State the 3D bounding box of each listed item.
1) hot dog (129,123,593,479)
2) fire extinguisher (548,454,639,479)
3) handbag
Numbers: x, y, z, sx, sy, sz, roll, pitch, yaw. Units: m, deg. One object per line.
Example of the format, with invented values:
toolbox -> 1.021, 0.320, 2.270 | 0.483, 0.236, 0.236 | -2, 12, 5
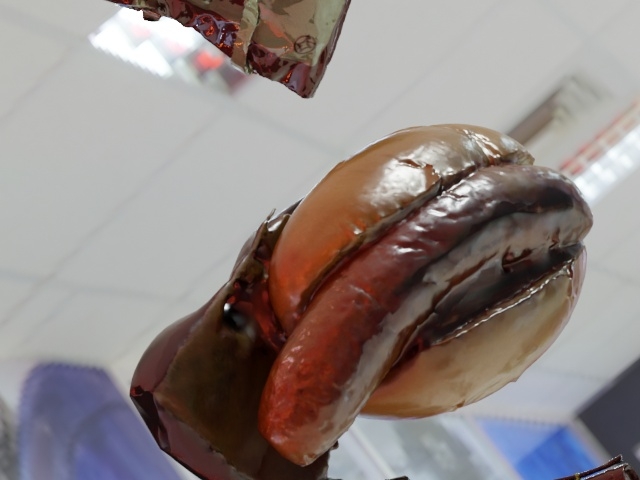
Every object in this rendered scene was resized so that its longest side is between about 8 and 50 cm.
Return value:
hot dog -> 0.062, 0.033, 1.001 | 0.107, 0.194, 0.326 | -35, 12, 49
fire extinguisher -> 0.204, 0.225, 1.504 | 0.132, 0.056, 0.039 | -25, 2, 25
handbag -> -0.050, -0.258, 1.409 | 0.127, 0.213, 0.235 | -83, 18, -75
